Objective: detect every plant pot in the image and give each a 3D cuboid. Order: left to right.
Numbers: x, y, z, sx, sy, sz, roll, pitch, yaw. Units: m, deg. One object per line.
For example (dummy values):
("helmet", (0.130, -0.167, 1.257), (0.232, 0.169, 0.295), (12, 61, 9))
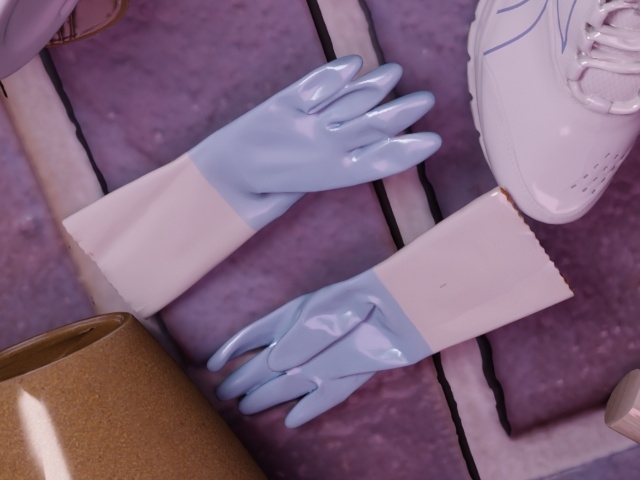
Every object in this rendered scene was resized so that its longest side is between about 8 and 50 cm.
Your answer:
("plant pot", (-0.115, 0.179, 0.986), (0.237, 0.237, 0.254), (-19, 99, 3))

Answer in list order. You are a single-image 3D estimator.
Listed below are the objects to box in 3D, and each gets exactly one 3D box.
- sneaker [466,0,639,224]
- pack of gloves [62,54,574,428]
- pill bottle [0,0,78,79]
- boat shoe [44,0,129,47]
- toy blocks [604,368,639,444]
("sneaker", (0.158, -0.139, 0.911), (0.111, 0.129, 0.297), (9, 113, -12))
("pack of gloves", (0.000, 0.000, 1.004), (0.232, 0.046, 0.195), (-28, 114, 23))
("pill bottle", (-0.207, -0.171, 0.853), (0.180, 0.108, 0.108), (36, 107, 5))
("boat shoe", (-0.169, -0.126, 0.929), (0.135, 0.045, 0.050), (-8, 100, 3))
("toy blocks", (0.253, 0.267, 1.012), (0.260, 0.288, 0.309), (29, 105, -10))
